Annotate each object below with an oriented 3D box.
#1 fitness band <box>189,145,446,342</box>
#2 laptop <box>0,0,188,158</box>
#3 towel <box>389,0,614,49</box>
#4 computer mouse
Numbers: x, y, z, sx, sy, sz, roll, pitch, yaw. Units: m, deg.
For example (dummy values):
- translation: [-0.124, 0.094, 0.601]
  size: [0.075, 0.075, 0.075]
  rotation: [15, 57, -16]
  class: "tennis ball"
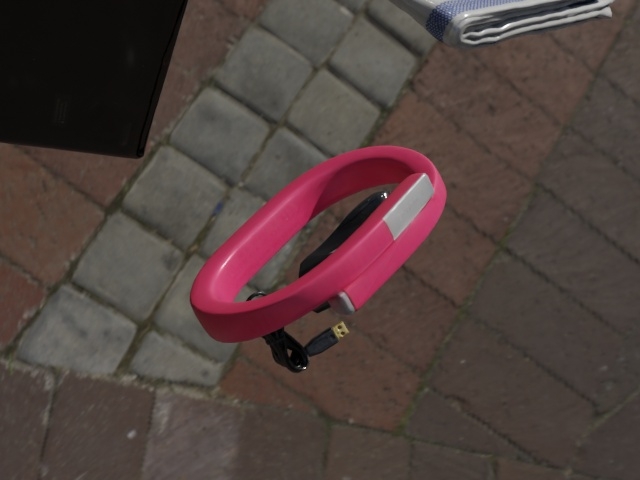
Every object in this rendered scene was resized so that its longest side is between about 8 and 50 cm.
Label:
- translation: [0.000, 0.000, 1.174]
  size: [0.291, 0.209, 0.054]
  rotation: [-44, 117, -31]
  class: "fitness band"
- translation: [-0.302, -0.289, 0.912]
  size: [0.408, 0.382, 0.236]
  rotation: [7, 55, -16]
  class: "laptop"
- translation: [0.060, -0.227, 0.894]
  size: [0.285, 0.034, 0.209]
  rotation: [39, 38, 28]
  class: "towel"
- translation: [0.032, 0.067, 1.536]
  size: [0.262, 0.184, 0.060]
  rotation: [-40, 52, -15]
  class: "computer mouse"
